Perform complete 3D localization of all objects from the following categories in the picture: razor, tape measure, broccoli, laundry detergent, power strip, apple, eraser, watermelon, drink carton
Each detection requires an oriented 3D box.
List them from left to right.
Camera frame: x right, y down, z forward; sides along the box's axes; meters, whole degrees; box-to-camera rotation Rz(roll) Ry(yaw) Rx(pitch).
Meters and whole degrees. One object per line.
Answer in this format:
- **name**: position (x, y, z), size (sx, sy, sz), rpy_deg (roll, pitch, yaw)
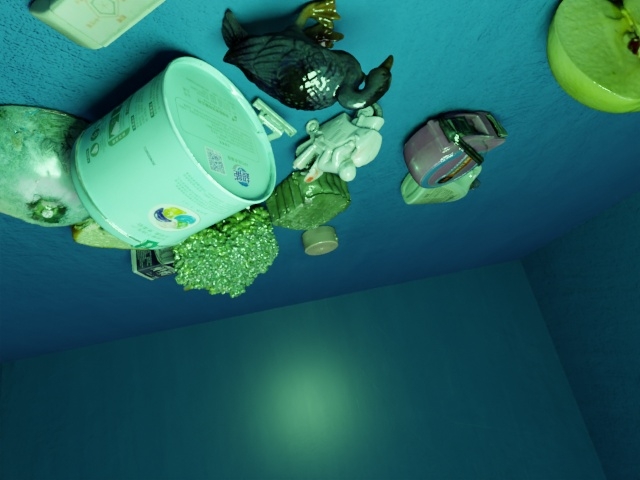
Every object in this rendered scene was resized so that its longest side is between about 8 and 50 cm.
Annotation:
- **watermelon**: position (-0.557, -0.140, 0.818), size (0.322, 0.175, 0.188), rpy_deg (5, 155, -44)
- **eraser**: position (-0.256, -0.365, 0.549), size (0.352, 0.061, 0.089), rpy_deg (-21, 158, 22)
- **drink carton**: position (-0.565, 0.062, 1.510), size (0.222, 0.102, 0.134), rpy_deg (-15, 159, 1)
- **laundry detergent**: position (-0.293, -0.148, 0.796), size (0.305, 0.287, 0.287), rpy_deg (-23, 159, 25)
- **broccoli**: position (-0.293, 0.021, 1.311), size (0.338, 0.317, 0.277), rpy_deg (-27, 121, -4)
- **razor**: position (-0.186, -0.181, 0.927), size (0.111, 0.056, 0.278), rpy_deg (35, 111, -27)
- **power strip**: position (0.000, 0.000, 1.725), size (0.154, 0.078, 0.154), rpy_deg (-12, 158, -5)
- **tape measure**: position (0.361, -0.257, 1.145), size (0.245, 0.149, 0.231), rpy_deg (-8, 159, -36)
- **laundry detergent**: position (0.440, -0.203, 1.391), size (0.280, 0.105, 0.215), rpy_deg (-5, 158, -18)
- **apple**: position (0.589, -0.384, 0.752), size (0.292, 0.254, 0.292), rpy_deg (-15, 165, -4)

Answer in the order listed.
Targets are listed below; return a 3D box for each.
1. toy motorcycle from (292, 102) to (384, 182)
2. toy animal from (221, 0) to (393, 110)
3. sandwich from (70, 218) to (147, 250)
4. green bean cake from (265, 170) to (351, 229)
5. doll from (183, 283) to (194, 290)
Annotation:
- **toy motorcycle**: position (0.048, -0.222, 0.991), size (0.260, 0.171, 0.110), rpy_deg (-26, 156, 26)
- **toy animal**: position (-0.027, -0.307, 0.683), size (0.298, 0.185, 0.122), rpy_deg (8, 164, -2)
- **sandwich**: position (-0.559, -0.065, 1.157), size (0.249, 0.095, 0.273), rpy_deg (5, 153, -42)
- **green bean cake**: position (-0.036, -0.127, 1.288), size (0.227, 0.125, 0.222), rpy_deg (-33, 154, 35)
- **doll**: position (-0.472, 0.142, 1.801), size (0.316, 0.145, 0.103), rpy_deg (-33, 116, 31)
